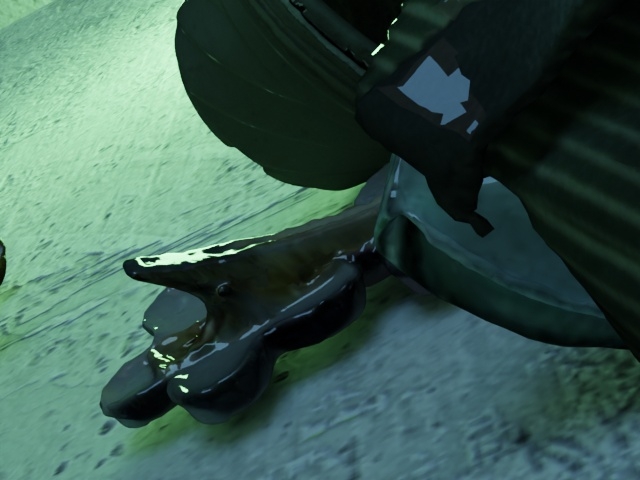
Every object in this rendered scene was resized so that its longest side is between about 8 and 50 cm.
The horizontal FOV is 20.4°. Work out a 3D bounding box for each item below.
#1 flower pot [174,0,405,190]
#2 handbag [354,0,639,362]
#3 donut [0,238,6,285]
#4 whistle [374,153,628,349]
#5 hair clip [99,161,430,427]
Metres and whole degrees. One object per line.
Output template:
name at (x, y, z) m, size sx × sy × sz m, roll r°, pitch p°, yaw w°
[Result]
flower pot at (0.008, -0.120, 1.002) m, size 0.140 × 0.235 × 0.235 m, roll -43°, pitch 6°, yaw 36°
handbag at (0.176, -0.029, 0.343) m, size 0.240 × 0.247 × 0.341 m, roll -45°, pitch 25°, yaw -6°
donut at (-0.297, 0.051, 1.156) m, size 0.216 × 0.096 × 0.230 m, roll -37°, pitch 18°, yaw -14°
whistle at (0.137, -0.132, 0.740) m, size 0.168 × 0.188 × 0.404 m, roll 17°, pitch 34°, yaw 3°
hair clip at (0.004, 0.007, 0.849) m, size 0.257 × 0.075 × 0.146 m, roll -25°, pitch 13°, yaw -7°
